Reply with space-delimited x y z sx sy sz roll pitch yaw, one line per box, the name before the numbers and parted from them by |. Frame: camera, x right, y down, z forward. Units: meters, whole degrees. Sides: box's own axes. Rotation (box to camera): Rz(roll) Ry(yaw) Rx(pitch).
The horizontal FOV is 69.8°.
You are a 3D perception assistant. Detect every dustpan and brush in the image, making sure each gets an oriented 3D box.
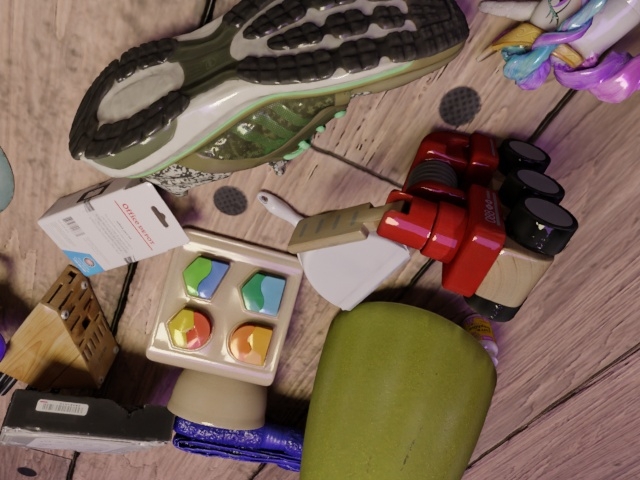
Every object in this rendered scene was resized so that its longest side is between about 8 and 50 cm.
dustpan and brush | 0.000 0.000 0.639 0.211 0.060 0.147 30 121 -26

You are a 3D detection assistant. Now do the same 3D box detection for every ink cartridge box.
ink cartridge box | -0.269 -0.027 0.625 0.180 0.060 0.104 -16 124 15

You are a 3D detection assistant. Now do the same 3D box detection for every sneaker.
sneaker | -0.049 -0.151 0.503 0.410 0.158 0.182 -15 156 12

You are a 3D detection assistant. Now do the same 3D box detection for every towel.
towel | -0.123 0.381 0.862 0.308 0.076 0.228 15 154 -7

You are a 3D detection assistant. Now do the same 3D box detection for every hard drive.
hard drive | -0.421 0.329 0.803 0.237 0.064 0.339 20 147 -28

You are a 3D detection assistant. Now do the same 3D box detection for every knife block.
knife block | -0.487 0.173 0.772 0.242 0.088 0.276 0 127 3

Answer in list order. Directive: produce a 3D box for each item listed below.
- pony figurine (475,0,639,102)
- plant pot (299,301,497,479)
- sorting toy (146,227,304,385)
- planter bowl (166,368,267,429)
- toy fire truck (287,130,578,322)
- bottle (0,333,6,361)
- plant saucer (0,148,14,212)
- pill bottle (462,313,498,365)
pony figurine | 0.356 -0.194 0.362 0.351 0.303 0.363 50 124 8
plant pot | 0.085 0.286 0.644 0.274 0.293 0.275 16 136 16
sorting toy | -0.139 0.103 0.674 0.193 0.038 0.208 15 95 -8
planter bowl | -0.159 0.234 0.763 0.162 0.109 0.162 13 171 2
toy fire truck | 0.108 -0.035 0.508 0.246 0.217 0.158 20 127 3
bottle | -0.610 0.171 0.733 0.283 0.092 0.118 -11 124 37
plant saucer | -0.515 -0.098 0.603 0.195 0.037 0.195 2 126 3
pill bottle | 0.250 0.158 0.715 0.043 0.083 0.043 2 127 2
